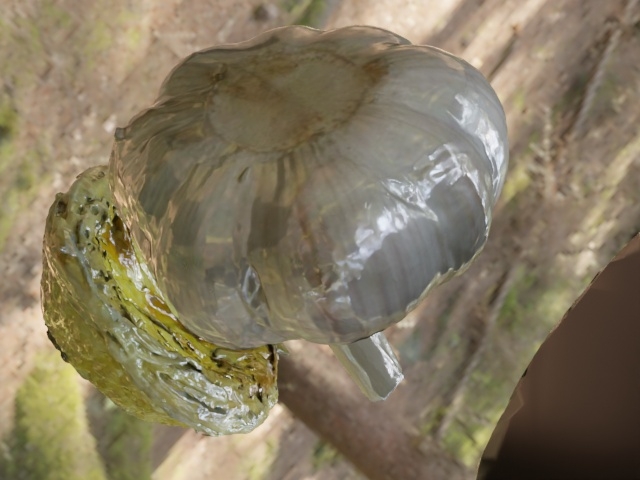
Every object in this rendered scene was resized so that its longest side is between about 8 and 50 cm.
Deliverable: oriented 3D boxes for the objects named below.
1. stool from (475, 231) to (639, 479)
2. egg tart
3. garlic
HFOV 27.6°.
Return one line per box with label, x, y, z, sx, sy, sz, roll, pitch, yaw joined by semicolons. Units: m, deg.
stool;0.275;0.166;0.625;0.297;0.330;0.297;-57;-171;15
egg tart;-0.131;0.057;1.008;0.098;0.231;0.252;-34;139;23
garlic;0.000;0.000;0.725;0.218;0.219;0.212;-42;135;-29
